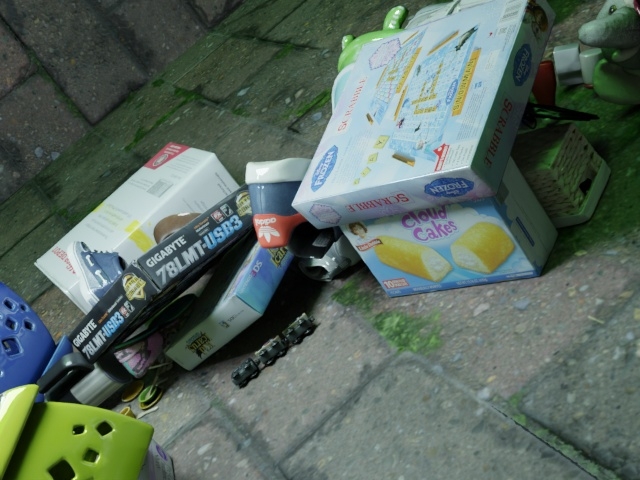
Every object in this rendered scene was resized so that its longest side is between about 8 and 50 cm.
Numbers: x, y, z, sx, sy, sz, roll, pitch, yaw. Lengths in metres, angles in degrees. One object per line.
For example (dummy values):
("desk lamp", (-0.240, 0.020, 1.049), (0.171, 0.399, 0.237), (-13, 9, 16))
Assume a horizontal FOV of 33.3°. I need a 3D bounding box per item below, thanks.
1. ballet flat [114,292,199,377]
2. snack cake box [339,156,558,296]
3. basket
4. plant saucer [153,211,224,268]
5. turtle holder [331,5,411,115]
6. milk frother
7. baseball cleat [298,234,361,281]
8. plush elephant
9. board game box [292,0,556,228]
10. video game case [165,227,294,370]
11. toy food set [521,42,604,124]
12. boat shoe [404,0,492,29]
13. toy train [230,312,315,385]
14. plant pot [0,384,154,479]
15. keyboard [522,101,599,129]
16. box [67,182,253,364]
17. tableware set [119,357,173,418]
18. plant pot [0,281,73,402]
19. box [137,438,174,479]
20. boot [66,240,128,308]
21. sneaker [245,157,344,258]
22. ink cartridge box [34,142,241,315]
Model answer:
("ballet flat", (-0.264, 0.167, 1.803), (0.076, 0.079, 0.221), (-19, 12, 31))
("snack cake box", (0.171, -0.018, 1.475), (0.264, 0.152, 0.089), (-12, 35, 44))
("basket", (0.296, -0.086, 1.485), (0.167, 0.103, 0.113), (-9, 38, 45))
("plant saucer", (-0.224, 0.007, 1.958), (0.168, 0.168, 0.029), (-21, 49, 32))
("turtle holder", (0.113, -0.223, 1.809), (0.320, 0.243, 0.228), (-6, 65, 42))
("milk frother", (-0.393, 0.269, 1.801), (0.134, 0.129, 0.143), (-40, 67, 18))
("baseball cleat", (0.000, 0.000, 1.769), (0.109, 0.072, 0.206), (-37, 24, 0))
("plush elephant", (0.470, -0.294, 1.441), (0.255, 0.272, 0.330), (-1, 13, 33))
("board game box", (0.141, -0.178, 1.475), (0.318, 0.066, 0.319), (-9, 48, 45))
("video game case", (-0.123, 0.061, 1.757), (0.244, 0.061, 0.270), (-41, 16, 47))
("toy food set", (0.375, -0.245, 1.706), (0.232, 0.105, 0.111), (-8, 20, 17))
("boat shoe", (0.256, -0.394, 2.038), (0.156, 0.136, 0.367), (-48, 24, -23))
("toy train", (-0.073, 0.166, 1.635), (0.158, 0.027, 0.036), (-39, 14, -1))
("plant pot", (-0.391, 0.328, 1.458), (0.227, 0.207, 0.228), (-26, 40, 53))
("keyboard", (0.316, -0.168, 1.481), (0.100, 0.038, 0.192), (17, 12, 26))
("box", (-0.245, 0.050, 1.754), (0.295, 0.073, 0.293), (-41, -2, -42))
("tableware set", (-0.303, 0.246, 1.803), (0.104, 0.024, 0.154), (-27, 27, 22))
("plant pot", (-0.589, 0.249, 1.908), (0.236, 0.212, 0.236), (-45, 17, 34))
("box", (-0.230, 0.375, 1.433), (0.063, 0.067, 0.324), (-37, 24, 3))
("boot", (-0.386, 0.043, 1.890), (0.086, 0.069, 0.190), (-37, 42, 2))
("sneaker", (0.014, -0.047, 1.657), (0.131, 0.148, 0.350), (-2, 1, 41))
("ink cartridge box", (-0.351, -0.005, 2.137), (0.384, 0.160, 0.279), (-43, 26, -13))
